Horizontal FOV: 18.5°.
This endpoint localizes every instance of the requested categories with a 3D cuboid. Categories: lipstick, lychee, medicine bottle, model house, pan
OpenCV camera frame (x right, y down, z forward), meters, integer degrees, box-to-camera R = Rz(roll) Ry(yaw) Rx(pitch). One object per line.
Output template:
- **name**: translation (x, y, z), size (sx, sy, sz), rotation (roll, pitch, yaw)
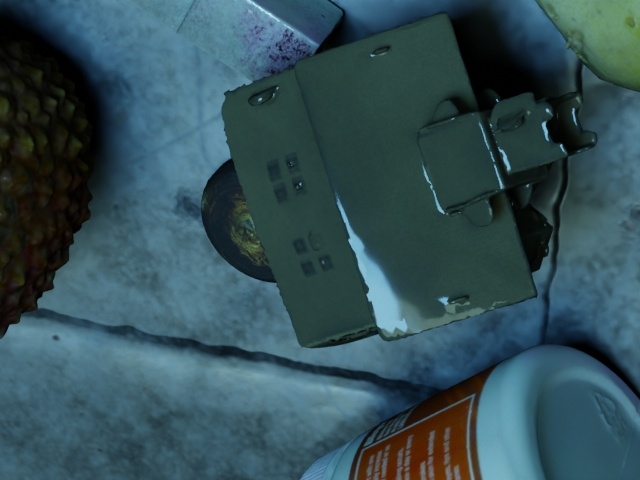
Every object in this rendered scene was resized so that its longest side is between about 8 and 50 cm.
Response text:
- **lipstick**: translation (-0.136, -0.226, 1.486), size (0.317, 0.068, 0.066), rotation (33, 125, -1)
- **lychee**: translation (-0.305, -0.033, 1.537), size (0.268, 0.267, 0.267), rotation (10, 122, 16)
- **medicine bottle**: translation (0.140, 0.237, 1.542), size (0.241, 0.252, 0.252), rotation (-30, 105, 32)
- **model house**: translation (0.099, -0.052, 1.402), size (0.243, 0.204, 0.211), rotation (-20, 88, 42)
- **pan**: translation (-0.001, 0.002, 1.587), size (0.212, 0.040, 0.114), rotation (19, 129, 10)

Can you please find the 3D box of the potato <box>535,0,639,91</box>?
- **potato**: translation (0.259, -0.197, 1.287), size (0.296, 0.141, 0.191), rotation (-10, 108, 50)
